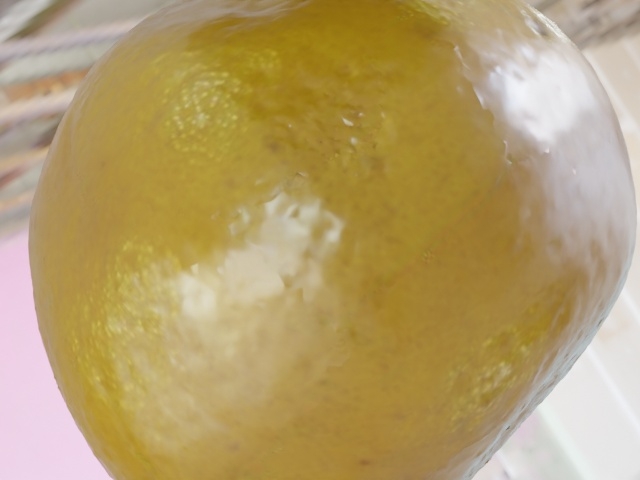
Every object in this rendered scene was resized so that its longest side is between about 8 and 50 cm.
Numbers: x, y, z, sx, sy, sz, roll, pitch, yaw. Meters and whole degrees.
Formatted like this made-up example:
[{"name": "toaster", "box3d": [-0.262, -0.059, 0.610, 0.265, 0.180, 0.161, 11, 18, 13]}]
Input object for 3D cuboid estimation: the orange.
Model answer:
[{"name": "orange", "box3d": [0.000, 0.000, 0.437, 0.159, 0.136, 0.159, -44, -15, -15]}]
